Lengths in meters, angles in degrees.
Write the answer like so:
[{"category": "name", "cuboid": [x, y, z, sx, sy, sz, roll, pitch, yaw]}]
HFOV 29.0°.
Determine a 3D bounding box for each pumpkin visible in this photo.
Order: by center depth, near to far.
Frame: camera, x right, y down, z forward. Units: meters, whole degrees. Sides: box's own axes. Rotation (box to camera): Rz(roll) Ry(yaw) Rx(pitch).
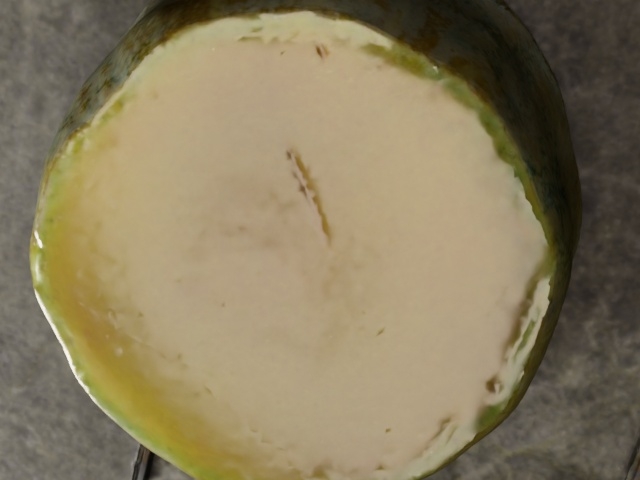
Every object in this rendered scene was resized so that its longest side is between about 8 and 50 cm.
[{"category": "pumpkin", "cuboid": [0.000, 0.000, 0.717, 0.332, 0.199, 0.332, 1, 110, 2]}]
